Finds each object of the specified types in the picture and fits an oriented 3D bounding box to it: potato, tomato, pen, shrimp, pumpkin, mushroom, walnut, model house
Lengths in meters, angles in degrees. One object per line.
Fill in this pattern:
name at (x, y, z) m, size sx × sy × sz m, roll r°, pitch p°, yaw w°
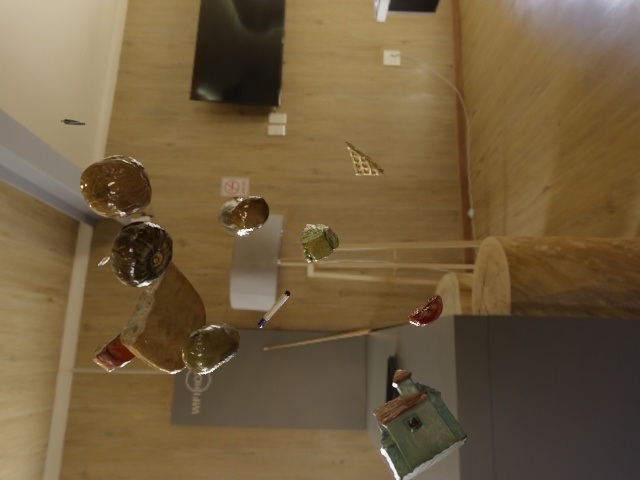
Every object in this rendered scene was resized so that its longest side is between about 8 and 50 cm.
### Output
potato at (-0.359, 0.349, 1.525) m, size 0.262 × 0.165 × 0.164 m, roll -24°, pitch -63°, yaw -73°
tomato at (0.446, 0.303, 1.896) m, size 0.082 × 0.166 × 0.174 m, roll 49°, pitch -179°, yaw 10°
pen at (-0.213, 0.311, 2.057) m, size 0.269 × 0.033 × 0.033 m, roll -51°, pitch 25°, yaw 35°
shrimp at (-0.937, 0.077, 2.001) m, size 0.023 × 0.108 × 0.059 m, roll 50°, pitch -157°, yaw -14°
pumpkin at (-0.587, 0.032, 1.485) m, size 0.219 × 0.163 × 0.218 m, roll -48°, pitch -33°, yaw -45°
mushroom at (-0.239, -0.075, 1.373) m, size 0.350 × 0.129 × 0.128 m, roll -177°, pitch 88°, yaw -69°
walnut at (-0.693, -0.181, 1.547) m, size 0.228 × 0.228 × 0.227 m, roll -178°, pitch 90°, yaw -89°
model house at (0.327, 0.660, 1.678) m, size 0.329 × 0.295 × 0.251 m, roll 57°, pitch 172°, yaw 29°

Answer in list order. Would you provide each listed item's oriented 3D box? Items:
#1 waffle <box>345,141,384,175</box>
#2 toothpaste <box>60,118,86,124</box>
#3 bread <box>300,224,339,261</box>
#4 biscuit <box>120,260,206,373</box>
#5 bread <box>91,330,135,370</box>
waffle at (0.173, -0.314, 1.737) m, size 0.191 × 0.125 × 0.032 m, roll 63°, pitch -142°, yaw -57°
toothpaste at (-0.903, -0.432, 1.666) m, size 0.027 × 0.083 × 0.019 m, roll -122°, pitch 38°, yaw -61°
bread at (0.002, -0.003, 1.446) m, size 0.156 × 0.110 × 0.103 m, roll -82°, pitch -30°, yaw -64°
biscuit at (-0.654, 0.367, 2.013) m, size 0.429 × 0.104 × 0.446 m, roll -75°, pitch -32°, yaw -45°
bread at (-0.891, 0.484, 1.996) m, size 0.244 × 0.123 × 0.190 m, roll -24°, pitch 17°, yaw 48°
